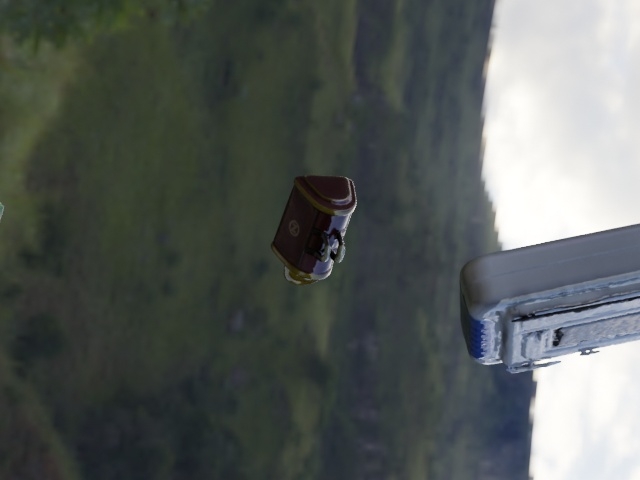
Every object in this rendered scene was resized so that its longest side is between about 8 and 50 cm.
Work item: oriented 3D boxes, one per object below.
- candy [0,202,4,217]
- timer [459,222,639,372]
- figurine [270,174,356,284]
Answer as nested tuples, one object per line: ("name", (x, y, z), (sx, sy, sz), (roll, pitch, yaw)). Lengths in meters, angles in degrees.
("candy", (-0.454, 0.024, 1.990), (0.097, 0.062, 0.194), (29, -68, 26))
("timer", (0.264, 0.056, 1.607), (0.178, 0.253, 0.078), (76, 2, -65))
("figurine", (-0.001, 0.001, 2.135), (0.098, 0.082, 0.154), (58, -42, 44))
